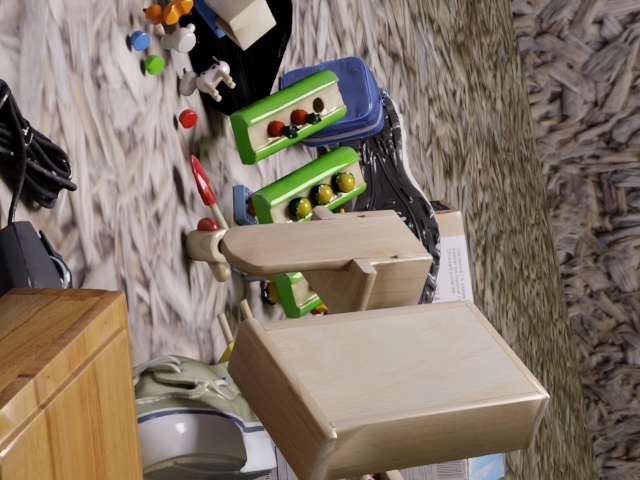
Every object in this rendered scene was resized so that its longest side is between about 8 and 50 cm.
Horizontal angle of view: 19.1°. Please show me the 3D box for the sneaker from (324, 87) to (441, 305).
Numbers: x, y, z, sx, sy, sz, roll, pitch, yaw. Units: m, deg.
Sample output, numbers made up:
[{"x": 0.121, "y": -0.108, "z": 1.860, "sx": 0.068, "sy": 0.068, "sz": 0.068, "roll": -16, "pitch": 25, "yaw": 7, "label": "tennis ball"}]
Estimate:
[{"x": 0.065, "y": -0.026, "z": 1.929, "sx": 0.108, "sy": 0.100, "sz": 0.271, "roll": 76, "pitch": 4, "yaw": -64, "label": "sneaker"}]

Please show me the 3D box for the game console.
[{"x": -0.091, "y": -0.287, "z": 1.571, "sx": 0.213, "sy": 0.044, "sz": 0.361, "roll": -76, "pitch": 155, "yaw": -55, "label": "game console"}]

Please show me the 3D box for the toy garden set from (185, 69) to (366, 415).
[{"x": -0.023, "y": 0.012, "z": 1.527, "sx": 0.204, "sy": 0.049, "sz": 0.244, "roll": -30, "pitch": 113, "yaw": -38, "label": "toy garden set"}]

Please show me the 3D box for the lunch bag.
[{"x": 0.016, "y": -0.132, "z": 1.822, "sx": 0.065, "sy": 0.098, "sz": 0.067, "roll": 48, "pitch": 33, "yaw": -71, "label": "lunch bag"}]

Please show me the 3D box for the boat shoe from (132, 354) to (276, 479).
[{"x": -0.103, "y": 0.126, "z": 1.281, "sx": 0.302, "sy": 0.109, "sz": 0.094, "roll": 45, "pitch": 23, "yaw": -80, "label": "boat shoe"}]

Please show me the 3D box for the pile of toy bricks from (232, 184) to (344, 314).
[{"x": 0.000, "y": 0.000, "z": 1.687, "sx": 0.212, "sy": 0.105, "sz": 0.118, "roll": 42, "pitch": 44, "yaw": -70, "label": "pile of toy bricks"}]

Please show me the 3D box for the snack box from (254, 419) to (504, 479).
[{"x": 0.033, "y": 0.174, "z": 1.536, "sx": 0.174, "sy": 0.207, "sz": 0.070, "roll": 5, "pitch": 80, "yaw": -77, "label": "snack box"}]

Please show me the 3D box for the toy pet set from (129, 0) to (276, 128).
[{"x": -0.100, "y": -0.169, "z": 1.468, "sx": 0.065, "sy": 0.114, "sz": 0.122, "roll": 44, "pitch": -11, "yaw": 33, "label": "toy pet set"}]

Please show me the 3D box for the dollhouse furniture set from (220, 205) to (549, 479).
[{"x": -0.003, "y": 0.206, "z": 1.291, "sx": 0.303, "sy": 0.174, "sz": 0.355, "roll": 54, "pitch": -43, "yaw": 42, "label": "dollhouse furniture set"}]

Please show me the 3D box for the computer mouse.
[{"x": -0.171, "y": 0.031, "z": 1.085, "sx": 0.184, "sy": 0.060, "sz": 0.262, "roll": 57, "pitch": 30, "yaw": -63, "label": "computer mouse"}]

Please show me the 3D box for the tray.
[{"x": -0.143, "y": 0.251, "z": 0.985, "sx": 0.203, "sy": 0.076, "sz": 0.411, "roll": -51, "pitch": 140, "yaw": -67, "label": "tray"}]

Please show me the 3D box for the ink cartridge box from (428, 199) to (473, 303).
[{"x": 0.120, "y": 0.078, "z": 2.091, "sx": 0.193, "sy": 0.088, "sz": 0.235, "roll": -114, "pitch": -163, "yaw": -84, "label": "ink cartridge box"}]
